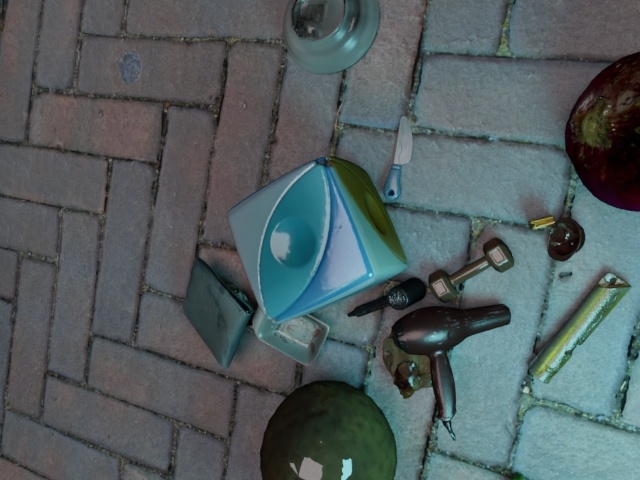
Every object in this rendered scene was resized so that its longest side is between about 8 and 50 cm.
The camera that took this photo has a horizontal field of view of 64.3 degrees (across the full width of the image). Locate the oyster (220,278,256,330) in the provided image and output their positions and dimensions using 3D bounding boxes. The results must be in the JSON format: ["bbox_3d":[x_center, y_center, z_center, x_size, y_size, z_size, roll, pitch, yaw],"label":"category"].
[{"bbox_3d":[-0.294,0.198,1.666,0.252,0.087,0.199,-2,102,31],"label":"oyster"}]

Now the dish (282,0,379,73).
[{"bbox_3d":[0.010,-0.658,1.499,0.316,0.106,0.317,1,93,23],"label":"dish"}]

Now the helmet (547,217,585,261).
[{"bbox_3d":[0.632,0.000,1.291,0.089,0.057,0.111,41,121,52],"label":"helmet"}]

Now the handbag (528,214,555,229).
[{"bbox_3d":[0.566,-0.045,1.301,0.061,0.083,0.027,-16,86,20],"label":"handbag"}]

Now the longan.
[{"bbox_3d":[0.016,0.581,1.393,0.391,0.391,0.391,1,92,23],"label":"longan"}]

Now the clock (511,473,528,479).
[{"bbox_3d":[0.572,0.768,1.324,0.255,0.106,0.220,30,101,24],"label":"clock"}]

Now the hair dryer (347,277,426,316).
[{"bbox_3d":[0.170,0.185,1.463,0.255,0.128,0.070,-28,82,32],"label":"hair dryer"}]

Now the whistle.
[{"bbox_3d":[0.651,0.223,1.290,0.068,0.057,0.326,37,105,17],"label":"whistle"}]

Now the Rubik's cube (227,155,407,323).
[{"bbox_3d":[0.000,0.000,1.395,0.351,0.352,0.347,-26,83,19],"label":"Rubik's cube"}]

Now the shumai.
[{"bbox_3d":[0.253,0.339,1.428,0.201,0.120,0.201,2,95,24],"label":"shumai"}]

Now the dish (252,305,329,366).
[{"bbox_3d":[-0.095,0.268,1.580,0.234,0.064,0.154,28,102,6],"label":"dish"}]

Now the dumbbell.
[{"bbox_3d":[0.404,0.082,1.374,0.231,0.082,0.092,-33,81,20],"label":"dumbbell"}]

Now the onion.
[{"bbox_3d":[0.764,-0.235,1.120,0.385,0.348,0.348,1,93,-12],"label":"onion"}]

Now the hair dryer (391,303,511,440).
[{"bbox_3d":[0.359,0.335,1.319,0.312,0.123,0.341,-7,75,-1],"label":"hair dryer"}]

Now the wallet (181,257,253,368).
[{"bbox_3d":[-0.341,0.229,1.645,0.290,0.054,0.251,44,126,29],"label":"wallet"}]

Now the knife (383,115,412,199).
[{"bbox_3d":[0.232,-0.236,1.468,0.058,0.032,0.244,15,94,24],"label":"knife"}]
